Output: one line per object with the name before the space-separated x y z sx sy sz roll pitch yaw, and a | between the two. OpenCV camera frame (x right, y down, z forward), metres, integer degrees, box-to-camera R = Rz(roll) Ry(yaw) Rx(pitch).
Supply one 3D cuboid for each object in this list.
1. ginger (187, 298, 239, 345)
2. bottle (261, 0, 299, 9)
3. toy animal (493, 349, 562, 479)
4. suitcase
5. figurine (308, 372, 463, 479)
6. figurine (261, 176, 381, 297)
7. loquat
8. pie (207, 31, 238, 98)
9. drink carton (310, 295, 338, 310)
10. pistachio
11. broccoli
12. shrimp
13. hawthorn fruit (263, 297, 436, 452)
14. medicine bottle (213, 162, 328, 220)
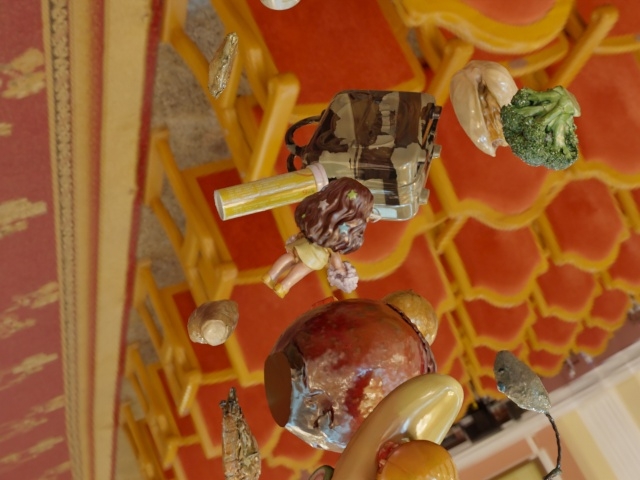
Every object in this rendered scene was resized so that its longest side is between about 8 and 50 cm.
ginger | -0.199 0.153 1.481 0.069 0.095 0.190 21 162 -20
bottle | -0.107 -0.674 1.904 0.120 0.120 0.253 -26 159 -7
toy animal | 0.408 0.324 1.523 0.079 0.253 0.070 -36 159 30
suitcase | 0.088 -0.194 1.783 0.339 0.351 0.194 5 129 15
figurine | 0.102 0.325 1.097 0.324 0.124 0.222 -54 -166 -14
figurine | 0.001 -0.002 1.381 0.240 0.175 0.116 -53 143 0
loquat | 0.174 0.168 1.632 0.141 0.141 0.141 -24 160 -10
pie | -0.284 -0.502 2.292 0.068 0.128 0.282 17 165 -13
drink carton | 0.063 0.227 1.954 0.071 0.096 0.223 -27 143 18
pistachio | 0.388 -0.303 1.834 0.157 0.229 0.157 -25 -161 9
broccoli | 0.451 -0.228 1.599 0.156 0.195 0.195 -40 157 29
shrimp | -0.146 0.350 1.401 0.043 0.184 0.091 -12 180 36
hawthorn fruit | 0.046 0.242 1.432 0.316 0.316 0.316 -24 160 -10
medicine bottle | -0.095 -0.094 1.567 0.218 0.074 0.074 -15 157 -17
